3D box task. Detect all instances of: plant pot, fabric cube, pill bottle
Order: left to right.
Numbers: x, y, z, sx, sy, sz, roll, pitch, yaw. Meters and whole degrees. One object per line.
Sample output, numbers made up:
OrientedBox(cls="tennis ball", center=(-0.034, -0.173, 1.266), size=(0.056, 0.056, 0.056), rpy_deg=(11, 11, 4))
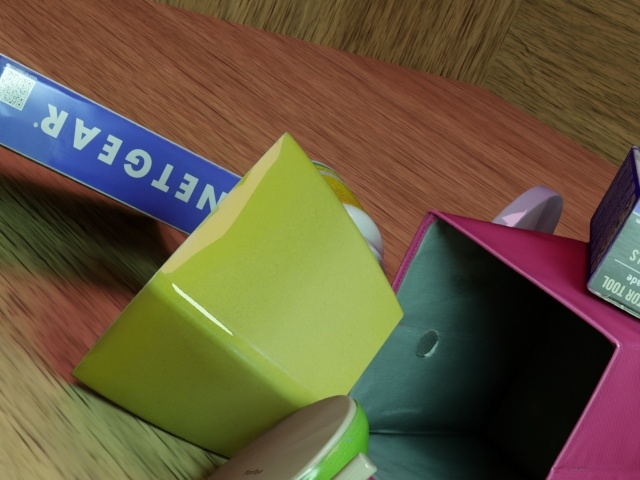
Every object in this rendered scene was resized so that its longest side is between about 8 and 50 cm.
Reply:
OrientedBox(cls="plant pot", center=(-0.057, 0.073, 1.188), size=(0.187, 0.212, 0.212), rpy_deg=(41, 51, -3))
OrientedBox(cls="pill bottle", center=(0.000, 0.000, 1.451), size=(0.117, 0.118, 0.208), rpy_deg=(17, 18, -22))
OrientedBox(cls="fabric cube", center=(0.212, 0.150, 1.294), size=(0.258, 0.259, 0.254), rpy_deg=(10, 21, -45))

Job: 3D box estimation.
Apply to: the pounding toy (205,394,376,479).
OrientedBox(cls="pounding toy", center=(-0.014, 0.217, 0.994), size=(0.110, 0.183, 0.237), rpy_deg=(53, 1, -8))

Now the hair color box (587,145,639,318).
OrientedBox(cls="hair color box", center=(0.362, 0.011, 1.307), size=(0.185, 0.110, 0.339), rpy_deg=(29, 17, 5))

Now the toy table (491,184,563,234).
OrientedBox(cls="toy table", center=(0.273, 0.065, 1.694), size=(0.161, 0.274, 0.252), rpy_deg=(33, -22, 24))

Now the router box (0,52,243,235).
OrientedBox(cls="router box", center=(-0.259, -0.104, 1.509), size=(0.335, 0.082, 0.301), rpy_deg=(27, -3, -28))
